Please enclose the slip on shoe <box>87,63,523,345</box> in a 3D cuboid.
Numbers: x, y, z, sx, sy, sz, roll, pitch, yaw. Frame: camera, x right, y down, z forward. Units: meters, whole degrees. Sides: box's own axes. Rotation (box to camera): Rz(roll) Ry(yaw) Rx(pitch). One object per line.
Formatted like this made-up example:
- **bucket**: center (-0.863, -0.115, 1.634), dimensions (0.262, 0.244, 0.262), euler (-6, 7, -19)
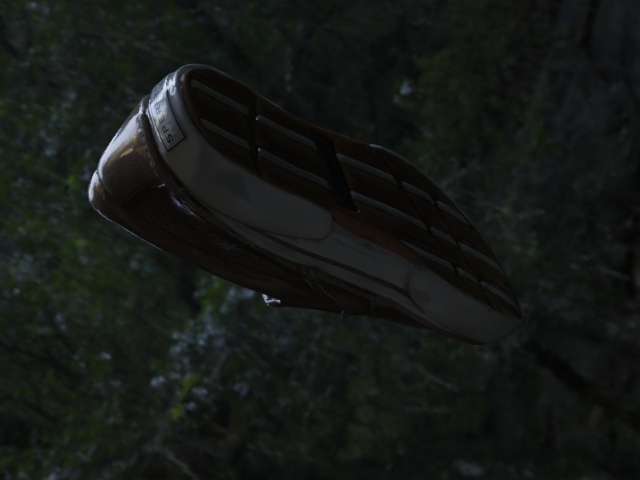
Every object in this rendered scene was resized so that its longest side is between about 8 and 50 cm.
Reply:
- **slip on shoe**: center (0.000, 0.000, 0.377), dimensions (0.041, 0.051, 0.135), euler (-40, -42, 26)
